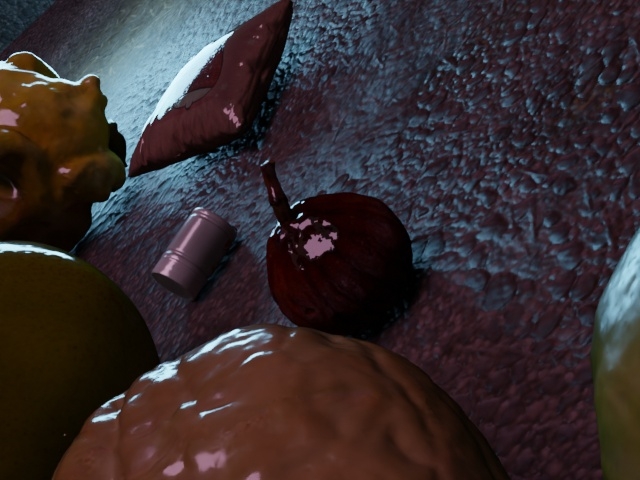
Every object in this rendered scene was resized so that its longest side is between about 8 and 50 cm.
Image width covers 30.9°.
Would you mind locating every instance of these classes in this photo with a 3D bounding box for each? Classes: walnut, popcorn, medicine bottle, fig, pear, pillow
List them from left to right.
[{"bbox_3d":[-0.277,0.144,1.045,0.294,0.294,0.294,-35,29,23],"label":"pear"},{"bbox_3d":[-0.421,-0.104,1.598,0.297,0.281,0.315,14,82,19],"label":"popcorn"},{"bbox_3d":[-0.135,0.014,1.246,0.057,0.057,0.089,0,53,56],"label":"medicine bottle"},{"bbox_3d":[-0.139,-0.190,1.495,0.236,0.084,0.223,-23,38,44],"label":"pillow"},{"bbox_3d":[-0.017,0.197,0.614,0.277,0.252,0.313,-35,32,1],"label":"walnut"},{"bbox_3d":[0.015,0.006,0.965,0.128,0.150,0.128,-2,36,2],"label":"fig"}]

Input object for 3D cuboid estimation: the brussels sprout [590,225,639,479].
[{"bbox_3d":[0.227,0.059,0.498,0.244,0.244,0.244,-35,29,23],"label":"brussels sprout"}]
